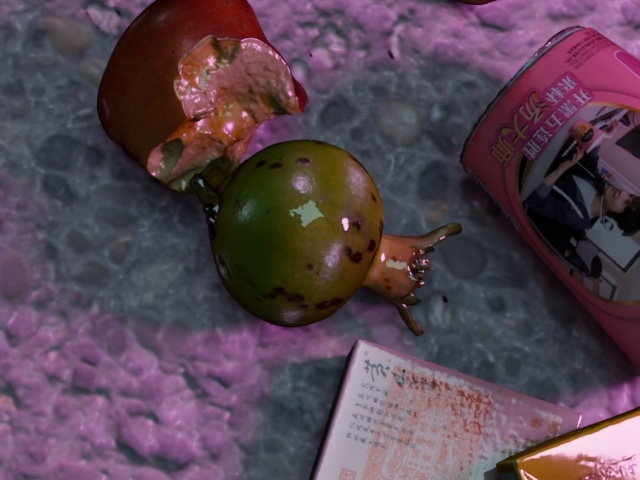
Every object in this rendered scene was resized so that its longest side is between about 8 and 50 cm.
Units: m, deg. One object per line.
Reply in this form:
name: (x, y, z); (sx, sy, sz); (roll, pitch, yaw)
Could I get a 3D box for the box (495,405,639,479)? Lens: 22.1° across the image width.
box: (0.253, 0.282, 1.303); (0.153, 0.041, 0.279); (-17, 86, -26)

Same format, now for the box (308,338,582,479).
box: (0.101, 0.179, 1.343); (0.201, 0.058, 0.141); (20, 71, 0)

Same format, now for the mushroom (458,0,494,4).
mushroom: (0.155, -0.277, 1.484); (0.088, 0.073, 0.130); (18, 105, 13)

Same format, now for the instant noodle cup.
instant noodle cup: (0.259, -0.041, 1.360); (0.244, 0.244, 0.255); (-40, 74, -17)

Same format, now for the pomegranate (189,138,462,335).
pomegranate: (0.006, -0.004, 1.351); (0.220, 0.156, 0.156); (6, 69, -35)

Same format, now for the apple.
apple: (-0.107, -0.126, 1.365); (0.158, 0.156, 0.147); (-34, 71, 1)
